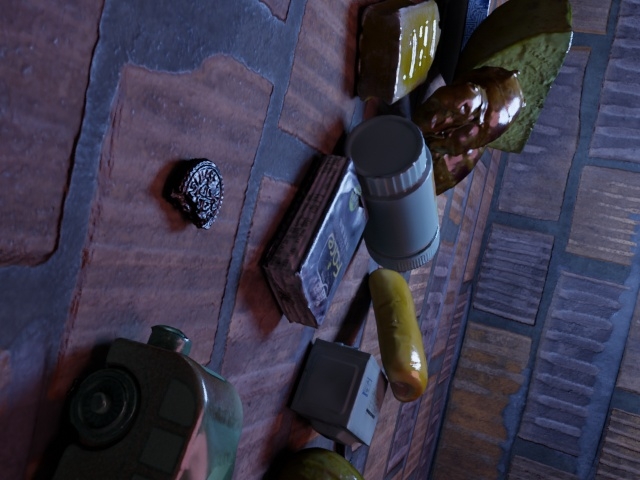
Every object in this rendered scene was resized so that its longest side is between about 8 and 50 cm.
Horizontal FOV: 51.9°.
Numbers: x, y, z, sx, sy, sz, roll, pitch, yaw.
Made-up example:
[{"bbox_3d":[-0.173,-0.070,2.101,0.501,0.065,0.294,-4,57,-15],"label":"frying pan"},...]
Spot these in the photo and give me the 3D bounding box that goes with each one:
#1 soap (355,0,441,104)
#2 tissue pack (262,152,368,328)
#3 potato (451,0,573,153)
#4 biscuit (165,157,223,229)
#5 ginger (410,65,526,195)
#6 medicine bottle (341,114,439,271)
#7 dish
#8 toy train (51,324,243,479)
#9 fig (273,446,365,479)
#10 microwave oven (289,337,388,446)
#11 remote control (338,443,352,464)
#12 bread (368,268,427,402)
[{"bbox_3d":[0.148,-0.356,1.202,0.257,0.080,0.160,-43,142,-54],"label":"soap"},{"bbox_3d":[0.000,0.000,1.052,0.173,0.073,0.235,73,36,-51],"label":"tissue pack"},{"bbox_3d":[0.407,-0.420,1.496,0.330,0.213,0.280,100,0,-48],"label":"potato"},{"bbox_3d":[-0.138,-0.050,0.734,0.089,0.027,0.087,-38,136,-60],"label":"biscuit"},{"bbox_3d":[0.255,-0.204,1.363,0.274,0.152,0.357,-29,163,-45],"label":"ginger"},{"bbox_3d":[0.136,-0.082,1.229,0.318,0.158,0.158,67,41,-58],"label":"medicine bottle"},{"bbox_3d":[0.334,-0.493,1.581,0.182,0.080,0.243,-39,141,-50],"label":"dish"},{"bbox_3d":[-0.181,0.243,0.630,0.129,0.159,0.326,63,44,-62],"label":"toy train"},{"bbox_3d":[0.056,0.492,1.152,0.217,0.321,0.216,9,90,-66],"label":"fig"},{"bbox_3d":[0.039,0.296,1.263,0.208,0.123,0.162,60,47,-60],"label":"microwave oven"},{"bbox_3d":[0.062,0.507,1.577,0.059,0.028,0.212,-50,147,-47],"label":"remote control"},{"bbox_3d":[0.165,0.190,1.397,0.305,0.091,0.142,-96,173,-47],"label":"bread"}]
